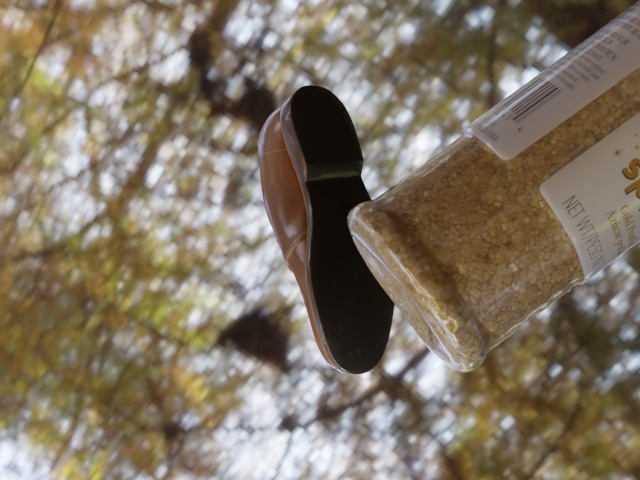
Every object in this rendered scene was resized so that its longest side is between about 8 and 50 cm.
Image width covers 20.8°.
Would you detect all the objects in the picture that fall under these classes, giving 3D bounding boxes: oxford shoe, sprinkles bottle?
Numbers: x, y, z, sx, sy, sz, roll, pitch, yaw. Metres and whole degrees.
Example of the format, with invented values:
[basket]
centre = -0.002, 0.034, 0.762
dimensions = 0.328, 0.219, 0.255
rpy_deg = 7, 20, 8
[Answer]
[oxford shoe]
centre = 0.000, 0.000, 1.261
dimensions = 0.076, 0.076, 0.212
rpy_deg = 4, -113, -37
[sprinkles bottle]
centre = 0.188, -0.071, 1.036
dimensions = 0.355, 0.121, 0.121
rpy_deg = -36, -105, -6
